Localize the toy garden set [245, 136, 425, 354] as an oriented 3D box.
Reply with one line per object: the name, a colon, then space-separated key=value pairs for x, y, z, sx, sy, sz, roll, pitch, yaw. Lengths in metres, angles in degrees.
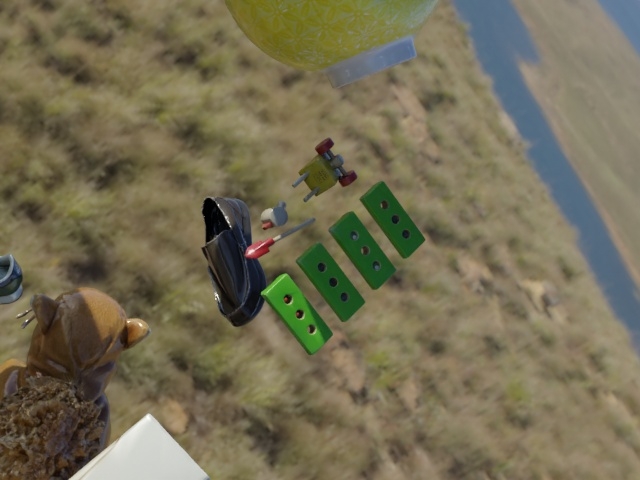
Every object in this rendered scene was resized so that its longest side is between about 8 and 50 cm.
toy garden set: x=0.000 y=0.000 z=1.566 sx=0.244 sy=0.049 sz=0.203 roll=-43 pitch=105 yaw=-25

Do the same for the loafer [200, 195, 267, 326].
loafer: x=-0.140 y=0.027 z=1.661 sx=0.078 sy=0.080 sz=0.220 roll=26 pitch=38 yaw=-44

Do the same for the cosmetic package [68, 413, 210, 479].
cosmetic package: x=-0.273 y=0.358 z=1.310 sx=0.113 sy=0.309 sz=0.160 roll=42 pitch=-23 yaw=18

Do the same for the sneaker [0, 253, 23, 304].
sneaker: x=-0.514 y=0.053 z=1.606 sx=0.192 sy=0.086 sz=0.064 roll=-5 pitch=56 yaw=-22

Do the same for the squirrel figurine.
squirrel figurine: x=-0.395 y=0.268 z=1.735 sx=0.281 sy=0.370 sz=0.397 roll=23 pitch=13 yaw=-17

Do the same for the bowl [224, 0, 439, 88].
bowl: x=0.040 y=-0.282 z=1.435 sx=0.156 sy=0.290 sz=0.289 roll=69 pitch=20 yaw=-7
